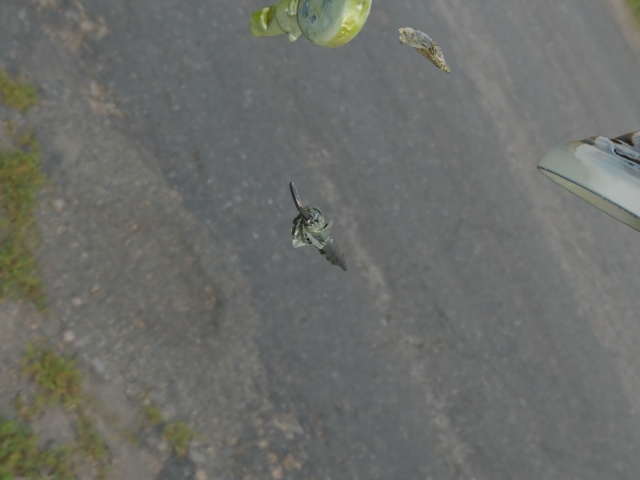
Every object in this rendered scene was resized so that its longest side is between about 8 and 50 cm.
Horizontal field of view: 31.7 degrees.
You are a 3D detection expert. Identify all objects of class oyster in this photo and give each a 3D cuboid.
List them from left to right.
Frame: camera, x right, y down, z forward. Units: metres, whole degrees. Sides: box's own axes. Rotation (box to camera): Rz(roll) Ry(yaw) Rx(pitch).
[{"bbox_3d":[0.155,-0.285,1.665,0.093,0.034,0.051,33,23,-24],"label":"oyster"}]

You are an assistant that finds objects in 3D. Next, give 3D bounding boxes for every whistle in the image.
[{"bbox_3d":[-0.011,-0.278,1.378,0.057,0.198,0.104,14,78,-38],"label":"whistle"}]

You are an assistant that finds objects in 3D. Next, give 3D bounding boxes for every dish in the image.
[{"bbox_3d":[0.461,-0.093,1.619,0.273,0.134,0.273,29,6,-3],"label":"dish"}]

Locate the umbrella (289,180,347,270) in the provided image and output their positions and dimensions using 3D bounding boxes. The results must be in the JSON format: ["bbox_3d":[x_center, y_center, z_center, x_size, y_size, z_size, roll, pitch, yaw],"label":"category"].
[{"bbox_3d":[0.002,0.005,1.076,0.269,0.044,0.044,56,13,-69],"label":"umbrella"}]
